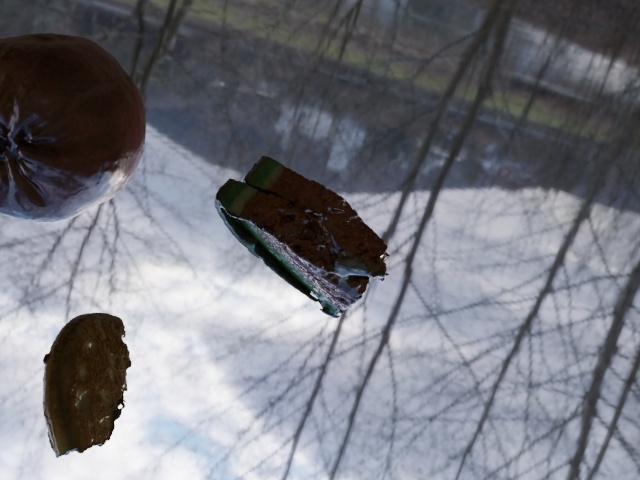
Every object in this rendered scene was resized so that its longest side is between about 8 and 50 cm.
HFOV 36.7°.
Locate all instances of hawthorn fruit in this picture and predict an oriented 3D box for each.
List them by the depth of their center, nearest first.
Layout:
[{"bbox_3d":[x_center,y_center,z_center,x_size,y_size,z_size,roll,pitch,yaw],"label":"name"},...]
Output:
[{"bbox_3d":[-0.356,-0.154,1.260,0.258,0.258,0.262,18,-131,3],"label":"hawthorn fruit"}]

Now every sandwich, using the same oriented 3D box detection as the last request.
[{"bbox_3d":[-0.013,-0.006,1.330,0.292,0.109,0.212,38,161,-22],"label":"sandwich"}]

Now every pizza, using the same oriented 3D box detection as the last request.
[{"bbox_3d":[-0.281,0.163,1.133,0.127,0.058,0.246,53,-160,-37],"label":"pizza"}]
